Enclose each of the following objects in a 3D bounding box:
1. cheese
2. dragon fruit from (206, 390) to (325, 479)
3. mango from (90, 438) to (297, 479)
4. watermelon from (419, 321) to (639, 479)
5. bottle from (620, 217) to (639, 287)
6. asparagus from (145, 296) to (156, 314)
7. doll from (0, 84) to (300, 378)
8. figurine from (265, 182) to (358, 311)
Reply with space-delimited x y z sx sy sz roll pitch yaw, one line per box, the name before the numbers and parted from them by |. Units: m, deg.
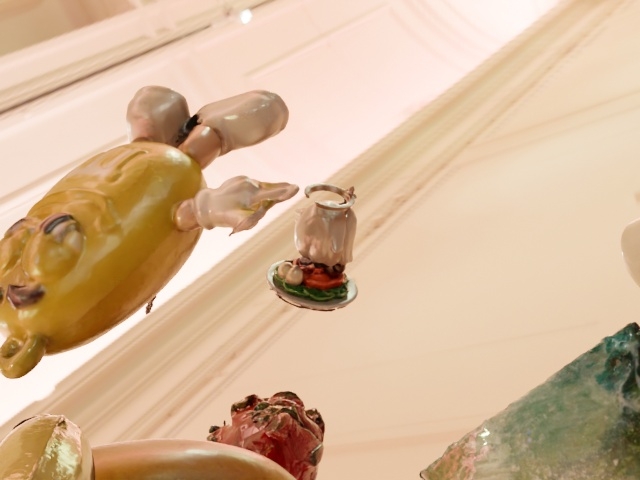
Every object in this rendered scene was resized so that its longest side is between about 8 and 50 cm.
cheese | -0.261 0.291 0.832 0.128 0.259 0.316 14 -153 -15
dragon fruit | -0.111 0.331 1.454 0.198 0.269 0.200 -37 -63 -48
mango | -0.200 0.377 1.110 0.446 0.232 0.300 0 -67 -21
watermelon | 0.165 0.138 0.603 0.094 0.154 0.241 65 -166 19
bottle | 0.459 -0.022 1.039 0.104 0.245 0.104 18 -123 -31
asparagus | -0.291 0.078 1.682 0.013 0.166 0.016 -16 -127 -42
doll | -0.191 -0.044 1.054 0.423 0.348 0.161 -103 -14 -59
figurine | 0.000 0.000 1.240 0.132 0.132 0.153 -24 -46 -52
